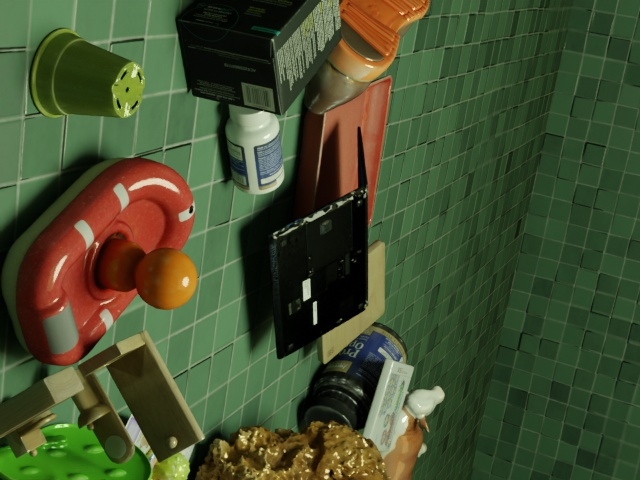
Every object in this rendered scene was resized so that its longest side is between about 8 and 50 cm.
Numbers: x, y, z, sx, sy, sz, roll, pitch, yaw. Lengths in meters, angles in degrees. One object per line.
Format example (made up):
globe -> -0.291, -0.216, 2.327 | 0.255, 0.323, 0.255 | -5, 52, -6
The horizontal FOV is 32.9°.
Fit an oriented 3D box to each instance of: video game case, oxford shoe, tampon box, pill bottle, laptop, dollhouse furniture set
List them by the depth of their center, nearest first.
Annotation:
dollhouse furniture set -> -0.225, 0.185, 1.029 | 0.123, 0.144, 0.151 | 60, 19, 3
tampon box -> -0.064, -0.236, 1.225 | 0.101, 0.120, 0.161 | 85, 29, -42
pill bottle -> -0.082, -0.121, 1.339 | 0.120, 0.067, 0.067 | 85, 28, -43
oxford shoe -> 0.054, -0.304, 1.542 | 0.133, 0.130, 0.363 | -49, -174, 38
laptop -> 0.000, 0.000, 1.584 | 0.264, 0.136, 0.234 | -28, 136, -28
video game case -> 0.114, 0.283, 1.852 | 0.143, 0.019, 0.157 | 29, 77, -69
pill bottle -> 0.060, 0.252, 1.895 | 0.219, 0.123, 0.123 | -52, 150, -46

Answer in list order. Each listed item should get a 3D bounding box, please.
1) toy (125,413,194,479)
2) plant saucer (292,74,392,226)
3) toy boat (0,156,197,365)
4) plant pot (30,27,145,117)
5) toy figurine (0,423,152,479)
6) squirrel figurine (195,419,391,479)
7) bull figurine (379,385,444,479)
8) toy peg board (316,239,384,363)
toy -> -0.203, 0.305, 1.351 | 0.137, 0.056, 0.237 | -68, 159, -13
plant saucer -> 0.027, -0.113, 1.656 | 0.259, 0.048, 0.258 | -35, 137, -61
toy boat -> -0.187, 0.024, 1.052 | 0.151, 0.151, 0.231 | 86, 28, -42
plant pot -> -0.206, -0.144, 0.985 | 0.083, 0.079, 0.083 | -49, 147, -48
toy figurine -> -0.274, 0.290, 1.108 | 0.173, 0.130, 0.159 | 4, 112, -47
squirrel figurine -> -0.054, 0.456, 1.537 | 0.281, 0.370, 0.397 | 121, -51, -75
bull figurine -> 0.134, 0.400, 1.993 | 0.310, 0.101, 0.188 | -62, 160, -5
toy peg board -> 0.026, 0.088, 1.788 | 0.160, 0.079, 0.161 | -37, 140, -34
